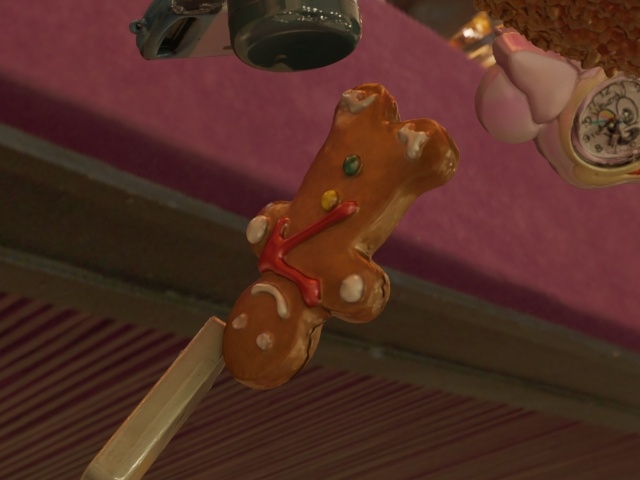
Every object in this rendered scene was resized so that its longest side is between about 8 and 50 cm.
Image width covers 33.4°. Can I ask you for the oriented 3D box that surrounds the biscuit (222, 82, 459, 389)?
[{"bbox_3d":[0.000,0.000,1.099,0.047,0.340,0.216,32,6,-42],"label":"biscuit"}]

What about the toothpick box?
[{"bbox_3d":[-0.029,-0.258,0.980,0.120,0.120,0.184,10,70,-50],"label":"toothpick box"}]

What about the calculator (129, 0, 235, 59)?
[{"bbox_3d":[-0.120,-0.303,1.463,0.293,0.173,0.051,-9,79,-26],"label":"calculator"}]

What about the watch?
[{"bbox_3d":[0.262,-0.183,1.146,0.248,0.211,0.217,48,12,-32],"label":"watch"}]

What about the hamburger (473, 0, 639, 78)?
[{"bbox_3d":[0.188,-0.174,0.466,0.302,0.302,0.170,34,68,-35],"label":"hamburger"}]

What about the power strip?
[{"bbox_3d":[-0.173,0.188,1.121,0.046,0.118,0.270,34,45,4],"label":"power strip"}]
